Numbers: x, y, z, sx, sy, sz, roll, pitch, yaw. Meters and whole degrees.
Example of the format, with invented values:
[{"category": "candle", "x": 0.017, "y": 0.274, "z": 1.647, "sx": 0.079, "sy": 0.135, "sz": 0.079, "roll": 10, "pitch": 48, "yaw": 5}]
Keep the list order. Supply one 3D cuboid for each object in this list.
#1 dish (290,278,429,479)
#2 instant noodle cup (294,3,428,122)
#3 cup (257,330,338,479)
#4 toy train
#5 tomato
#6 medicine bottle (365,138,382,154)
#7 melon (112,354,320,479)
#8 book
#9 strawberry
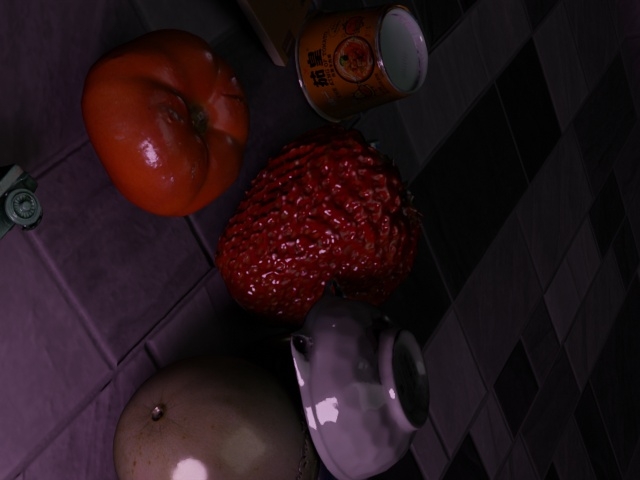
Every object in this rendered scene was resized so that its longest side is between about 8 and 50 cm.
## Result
[{"category": "dish", "x": 0.078, "y": 0.204, "z": 1.246, "sx": 0.303, "sy": 0.120, "sz": 0.303, "roll": 41, "pitch": 43, "yaw": -53}, {"category": "instant noodle cup", "x": 0.083, "y": -0.334, "z": 1.575, "sx": 0.215, "sy": 0.172, "sz": 0.216, "roll": 6, "pitch": 82, "yaw": -51}, {"category": "cup", "x": -0.019, "y": 0.291, "z": 1.391, "sx": 0.255, "sy": 0.178, "sz": 0.256, "roll": -12, "pitch": 99, "yaw": -72}, {"category": "toy train", "x": -0.425, "y": -0.024, "z": 1.013, "sx": 0.132, "sy": 0.083, "sz": 0.200, "roll": 52, "pitch": 50, "yaw": -31}, {"category": "tomato", "x": -0.215, "y": -0.163, "z": 1.197, "sx": 0.260, "sy": 0.180, "sz": 0.260, "roll": 2, "pitch": 88, "yaw": -53}, {"category": "medicine bottle", "x": 0.109, "y": -0.102, "z": 1.691, "sx": 0.051, "sy": 0.051, "sz": 0.191, "roll": -25, "pitch": 108, "yaw": -48}, {"category": "melon", "x": -0.132, "y": 0.302, "z": 1.206, "sx": 0.330, "sy": 0.268, "sz": 0.268, "roll": 50, "pitch": 52, "yaw": -46}, {"category": "book", "x": -0.095, "y": -0.504, "z": 1.392, "sx": 0.389, "sy": 0.032, "sz": 0.269, "roll": 51, "pitch": 53, "yaw": -58}, {"category": "strawberry", "x": 0.000, "y": 0.000, "z": 1.399, "sx": 0.351, "sy": 0.267, "sz": 0.312, "roll": -41, "pitch": 103, "yaw": -24}]
